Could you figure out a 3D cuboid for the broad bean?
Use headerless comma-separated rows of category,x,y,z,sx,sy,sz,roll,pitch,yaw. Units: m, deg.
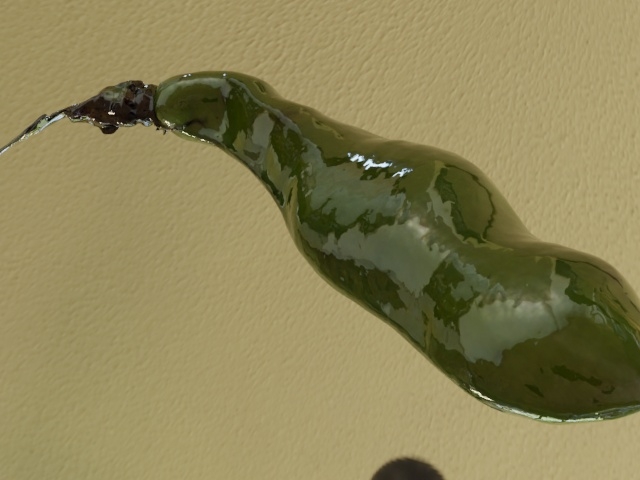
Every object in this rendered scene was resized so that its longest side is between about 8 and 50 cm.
broad bean,0.007,-0.007,0.462,0.318,0.098,0.056,22,-35,36
